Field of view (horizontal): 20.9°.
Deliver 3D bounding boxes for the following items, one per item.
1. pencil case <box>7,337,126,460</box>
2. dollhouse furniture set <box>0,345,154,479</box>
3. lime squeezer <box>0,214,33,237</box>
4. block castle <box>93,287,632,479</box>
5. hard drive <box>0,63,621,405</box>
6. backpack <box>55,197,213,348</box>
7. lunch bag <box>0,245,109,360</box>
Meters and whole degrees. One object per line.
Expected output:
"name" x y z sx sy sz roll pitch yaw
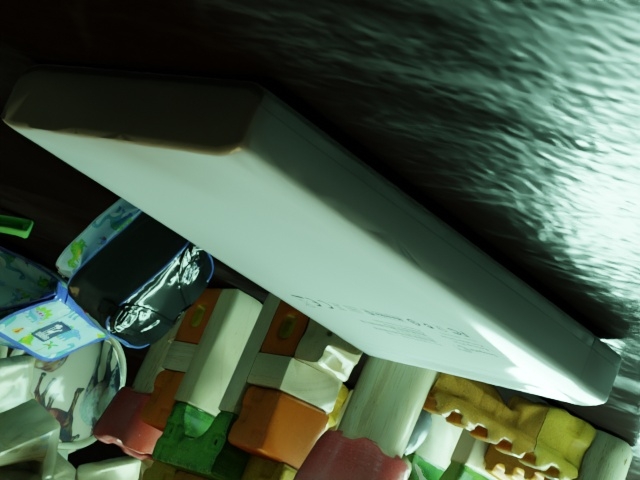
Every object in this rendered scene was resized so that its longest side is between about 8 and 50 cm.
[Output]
"pencil case" -0.415 0.155 2.151 0.160 0.184 0.410 34 165 -37
"dollhouse furniture set" -0.275 0.286 1.821 0.394 0.257 0.362 -7 -153 -37
"lime squeezer" -0.420 -0.049 1.612 0.310 0.059 0.110 25 168 -4
"block castle" 0.016 0.202 1.499 0.303 0.213 0.453 31 166 -28
"hard drive" 0.000 0.000 1.081 0.233 0.047 0.353 10 162 47
"backpack" -0.134 0.021 1.291 0.084 0.105 0.114 43 174 18
"lunch bag" -0.303 0.065 1.797 0.151 0.096 0.129 6 162 24
